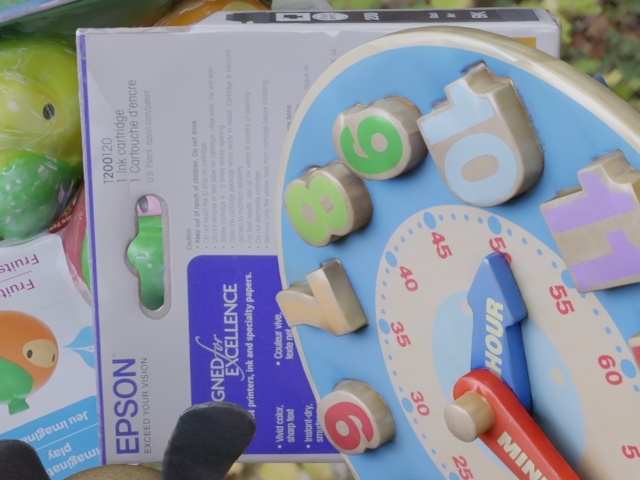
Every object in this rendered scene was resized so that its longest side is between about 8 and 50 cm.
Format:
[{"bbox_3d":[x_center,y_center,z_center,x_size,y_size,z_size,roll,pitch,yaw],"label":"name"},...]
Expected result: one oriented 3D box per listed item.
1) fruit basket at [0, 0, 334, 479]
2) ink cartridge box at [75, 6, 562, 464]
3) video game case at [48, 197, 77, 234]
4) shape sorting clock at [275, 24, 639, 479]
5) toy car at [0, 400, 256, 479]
[{"bbox_3d":[-0.097,-0.054,0.856,0.327,0.353,0.165,-21,-36,-21],"label":"fruit basket"},{"bbox_3d":[0.000,0.000,0.681,0.045,0.208,0.206,-99,9,-74],"label":"ink cartridge box"},{"bbox_3d":[-0.314,-0.026,1.306,0.204,0.285,0.025,-33,25,-26],"label":"video game case"},{"bbox_3d":[0.051,0.041,0.416,0.040,0.206,0.206,-26,-5,-35],"label":"shape sorting clock"},{"bbox_3d":[-0.070,0.143,0.555,0.155,0.188,0.149,-10,34,-19],"label":"toy car"}]
